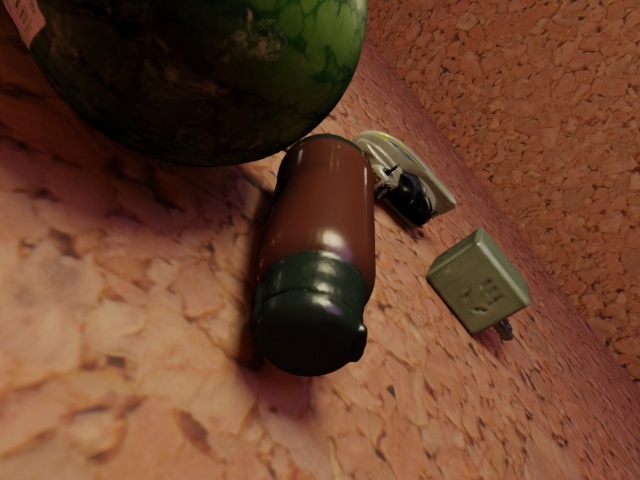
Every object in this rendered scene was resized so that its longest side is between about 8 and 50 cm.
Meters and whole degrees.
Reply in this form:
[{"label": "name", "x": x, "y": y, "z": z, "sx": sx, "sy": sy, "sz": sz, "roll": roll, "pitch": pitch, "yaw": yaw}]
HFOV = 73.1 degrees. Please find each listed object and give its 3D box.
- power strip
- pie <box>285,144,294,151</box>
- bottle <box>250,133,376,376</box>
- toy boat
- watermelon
[{"label": "power strip", "x": 0.354, "y": 0.107, "z": 0.921, "sx": 0.224, "sy": 0.140, "sz": 0.139, "roll": 51, "pitch": 26, "yaw": 4}, {"label": "pie", "x": -0.090, "y": -0.234, "z": 0.801, "sx": 0.092, "sy": 0.034, "sz": 0.170, "roll": 17, "pitch": 47, "yaw": -51}, {"label": "bottle", "x": 0.000, "y": 0.000, "z": 0.516, "sx": 0.144, "sy": 0.144, "sz": 0.336, "roll": 38, "pitch": 29, "yaw": -22}, {"label": "toy boat", "x": 0.171, "y": -0.121, "z": 0.952, "sx": 0.269, "sy": 0.140, "sz": 0.141, "roll": 31, "pitch": 33, "yaw": -29}, {"label": "watermelon", "x": -0.120, "y": -0.248, "z": 0.449, "sx": 0.363, "sy": 0.363, "sz": 0.363, "roll": 36, "pitch": 30, "yaw": -25}]
